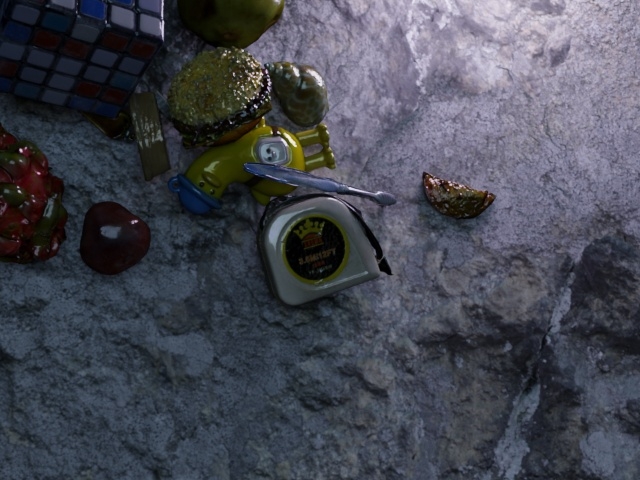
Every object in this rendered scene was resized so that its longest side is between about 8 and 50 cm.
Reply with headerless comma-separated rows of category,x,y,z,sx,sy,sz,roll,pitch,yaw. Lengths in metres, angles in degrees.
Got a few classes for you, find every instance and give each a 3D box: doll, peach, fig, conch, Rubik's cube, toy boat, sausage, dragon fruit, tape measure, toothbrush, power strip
doll,-0.153,-0.166,1.903,0.363,0.145,0.199,-16,105,-12
peach,-0.431,-0.010,1.808,0.152,0.152,0.152,2,80,-14
fig,-0.196,-0.556,1.911,0.239,0.239,0.271,0,71,-14
conch,-0.044,-0.338,1.984,0.116,0.106,0.173,-24,101,2
Rubik's cube,-0.487,-0.454,1.736,0.293,0.292,0.287,12,59,-29
toy boat,-0.362,-0.221,1.872,0.061,0.116,0.188,-12,84,-9
sausage,-0.539,-0.341,1.872,0.371,0.082,0.082,41,74,-5
dragon fruit,-0.628,-0.086,1.728,0.231,0.237,0.303,-29,108,-7
tape measure,0.000,0.000,1.917,0.271,0.133,0.231,-16,98,-13
toothbrush,0.007,-0.120,1.901,0.413,0.042,0.035,11,87,-37
power strip,-0.346,-0.295,1.944,0.083,0.017,0.027,45,75,-2

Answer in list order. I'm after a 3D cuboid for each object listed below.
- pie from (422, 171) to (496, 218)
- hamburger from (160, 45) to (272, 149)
pie,0.322,-0.096,2.069,0.191,0.033,0.088,16,81,-11
hamburger,-0.219,-0.302,1.846,0.243,0.139,0.262,-27,44,2
